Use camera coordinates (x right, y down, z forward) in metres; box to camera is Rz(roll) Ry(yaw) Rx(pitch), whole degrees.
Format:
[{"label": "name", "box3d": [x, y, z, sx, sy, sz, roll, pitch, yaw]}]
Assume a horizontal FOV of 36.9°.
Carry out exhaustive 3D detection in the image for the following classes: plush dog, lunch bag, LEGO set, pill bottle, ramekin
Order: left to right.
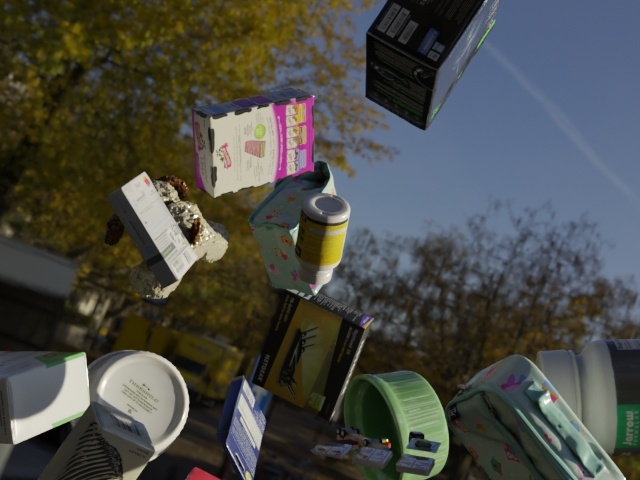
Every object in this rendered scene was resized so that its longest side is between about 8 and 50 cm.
[{"label": "ramekin", "box3d": [-0.425, 0.374, 2.181, 0.273, 0.273, 0.127, 24, -25, -19]}, {"label": "plush dog", "box3d": [-0.348, -0.036, 2.113, 0.225, 0.262, 0.210, 41, -32, 18]}, {"label": "lunch bag", "box3d": [-0.035, -0.038, 2.321, 0.160, 0.262, 0.223, 9, -43, 30]}, {"label": "pill bottle", "box3d": [0.000, 0.000, 1.284, 0.065, 0.116, 0.065, 7, 33, -4]}, {"label": "LEGO set", "box3d": [0.097, 0.344, 1.536, 0.182, 0.060, 0.244, 6, 3, 13]}, {"label": "ramekin", "box3d": [0.192, 0.472, 2.404, 0.148, 0.303, 0.303, -10, 7, -25]}, {"label": "lunch bag", "box3d": [0.324, 0.314, 1.477, 0.279, 0.108, 0.224, 50, -22, 6]}, {"label": "pill bottle", "box3d": [0.570, 0.274, 1.685, 0.361, 0.204, 0.204, -3, -11, 7]}]

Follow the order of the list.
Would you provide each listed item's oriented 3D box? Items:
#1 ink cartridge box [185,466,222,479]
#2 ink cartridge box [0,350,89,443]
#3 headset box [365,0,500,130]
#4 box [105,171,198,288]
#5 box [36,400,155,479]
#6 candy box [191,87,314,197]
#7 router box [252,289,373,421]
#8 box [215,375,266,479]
[{"label": "ink cartridge box", "box3d": [-0.152, 0.585, 1.717, 0.306, 0.226, 0.131, 27, 15, 3]}, {"label": "ink cartridge box", "box3d": [-0.603, 0.279, 1.750, 0.289, 0.121, 0.211, -2, 6, 26]}, {"label": "headset box", "box3d": [0.190, -0.348, 1.591, 0.131, 0.246, 0.283, 31, -11, 9]}, {"label": "box", "box3d": [-0.293, -0.021, 1.683, 0.186, 0.038, 0.145, 61, 13, -11]}, {"label": "box", "box3d": [-0.393, 0.406, 1.548, 0.113, 0.275, 0.094, 31, 5, -30]}, {"label": "candy box", "box3d": [-0.124, -0.188, 1.808, 0.233, 0.159, 0.071, -17, 30, -34]}, {"label": "router box", "box3d": [-0.024, 0.296, 2.567, 0.243, 0.309, 0.081, 24, 24, 12]}, {"label": "box", "box3d": [-0.167, 0.405, 2.013, 0.036, 0.136, 0.225, -16, 25, 13]}]
